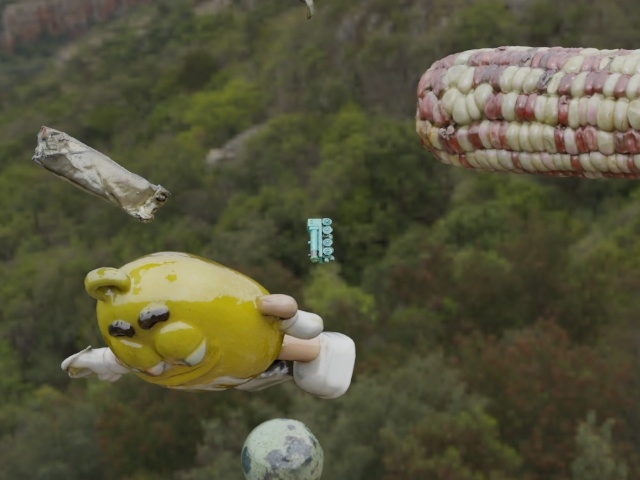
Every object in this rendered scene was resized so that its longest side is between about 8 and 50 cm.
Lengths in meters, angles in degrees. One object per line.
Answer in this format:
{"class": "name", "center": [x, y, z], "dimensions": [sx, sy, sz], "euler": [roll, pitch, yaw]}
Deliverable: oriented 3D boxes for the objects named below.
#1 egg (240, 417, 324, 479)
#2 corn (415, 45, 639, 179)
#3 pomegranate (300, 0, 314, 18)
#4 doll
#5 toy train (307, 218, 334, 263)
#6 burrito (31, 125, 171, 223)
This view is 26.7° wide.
{"class": "egg", "center": [-0.063, 0.368, 2.259], "dimensions": [0.141, 0.141, 0.181], "euler": [-9, -1, -12]}
{"class": "corn", "center": [0.150, -0.067, 0.727], "dimensions": [0.079, 0.079, 0.237], "euler": [-20, 19, -37]}
{"class": "pomegranate", "center": [-0.020, -0.316, 1.424], "dimensions": [0.122, 0.161, 0.122], "euler": [8, 4, -1]}
{"class": "doll", "center": [-0.147, 0.131, 1.767], "dimensions": [0.423, 0.161, 0.348], "euler": [7, -27, -27]}
{"class": "toy train", "center": [0.000, 0.000, 2.272], "dimensions": [0.045, 0.029, 0.092], "euler": [-2, 52, 1]}
{"class": "burrito", "center": [-0.260, -0.077, 1.581], "dimensions": [0.171, 0.051, 0.042], "euler": [29, -8, -6]}
